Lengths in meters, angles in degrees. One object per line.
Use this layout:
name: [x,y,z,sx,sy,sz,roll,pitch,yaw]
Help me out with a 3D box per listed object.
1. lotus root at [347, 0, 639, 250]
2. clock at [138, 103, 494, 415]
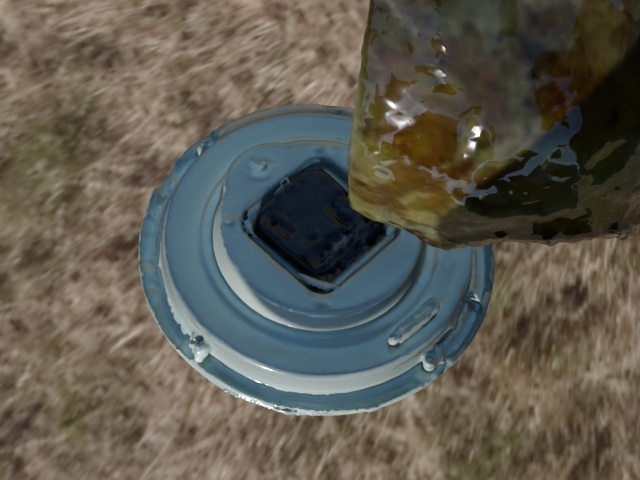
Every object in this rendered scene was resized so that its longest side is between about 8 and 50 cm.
lotus root: [0.107,-0.157,0.804,0.210,0.142,0.314,-4,86,-8]
clock: [0.000,0.000,1.200,0.236,0.053,0.236,2,61,-4]
